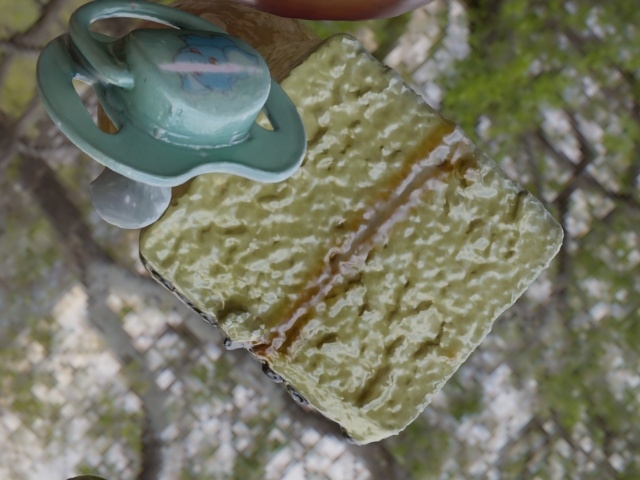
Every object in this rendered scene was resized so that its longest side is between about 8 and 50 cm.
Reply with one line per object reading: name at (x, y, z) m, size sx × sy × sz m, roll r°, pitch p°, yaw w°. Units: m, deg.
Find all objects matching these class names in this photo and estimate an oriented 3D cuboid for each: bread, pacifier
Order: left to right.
pacifier at (-0.085, -0.058, 0.840) m, size 0.150 × 0.127 × 0.116 m, roll -13°, pitch 149°, yaw -44°
bread at (0.000, 0.000, 1.312) m, size 0.236 × 0.263 × 0.198 m, roll -52°, pitch -165°, yaw -11°

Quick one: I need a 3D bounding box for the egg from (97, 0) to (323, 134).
egg at (-0.092, -0.122, 1.674) m, size 0.250 × 0.250 × 0.322 m, roll -45°, pitch -153°, yaw -9°

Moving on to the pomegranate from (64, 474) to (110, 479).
pomegranate at (-0.233, 0.311, 1.624) m, size 0.159 × 0.159 × 0.205 m, roll -45°, pitch -178°, yaw -7°

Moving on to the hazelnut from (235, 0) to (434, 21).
hazelnut at (-0.017, -0.354, 1.125) m, size 0.402 × 0.429 × 0.402 m, roll -21°, pitch 173°, yaw -3°
